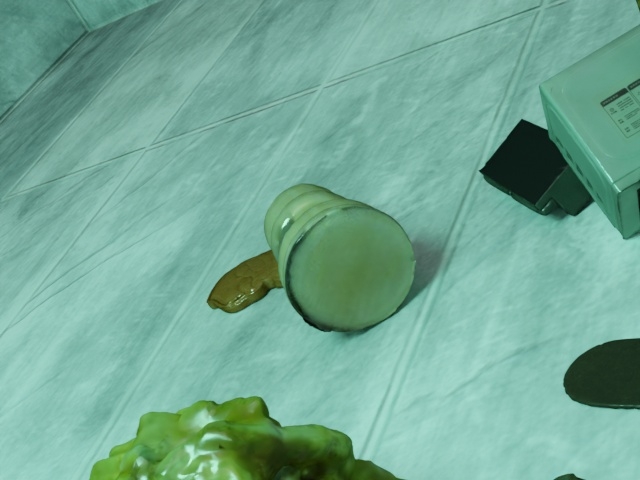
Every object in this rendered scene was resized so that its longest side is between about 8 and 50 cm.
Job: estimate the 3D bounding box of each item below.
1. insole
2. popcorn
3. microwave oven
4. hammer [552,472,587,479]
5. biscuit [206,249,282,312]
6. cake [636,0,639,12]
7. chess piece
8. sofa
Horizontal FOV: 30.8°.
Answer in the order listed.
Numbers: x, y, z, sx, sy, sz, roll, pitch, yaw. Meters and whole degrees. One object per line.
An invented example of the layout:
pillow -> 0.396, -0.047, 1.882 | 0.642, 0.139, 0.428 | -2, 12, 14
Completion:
insole -> 0.332, 0.100, 0.895 | 0.327, 0.007, 0.111 | -8, 33, 42
popcorn -> -0.066, 0.226, 0.897 | 0.259, 0.212, 0.259 | -31, 27, 18
microwave oven -> 0.337, -0.125, 1.107 | 0.208, 0.122, 0.162 | -30, 62, 3
hammer -> 0.194, 0.251, 0.754 | 0.125, 0.027, 0.297 | -21, 27, 12
biscuit -> -0.085, 0.047, 1.455 | 0.130, 0.019, 0.102 | -26, 24, 14
cake -> 0.447, -0.329, 1.351 | 0.185, 0.178, 0.208 | -17, 32, 28
chess piece -> 0.000, 0.000, 1.322 | 0.142, 0.143, 0.261 | -34, 21, -4
sofa -> 0.243, -0.071, 1.265 | 0.085, 0.060, 0.147 | -50, 25, 2
